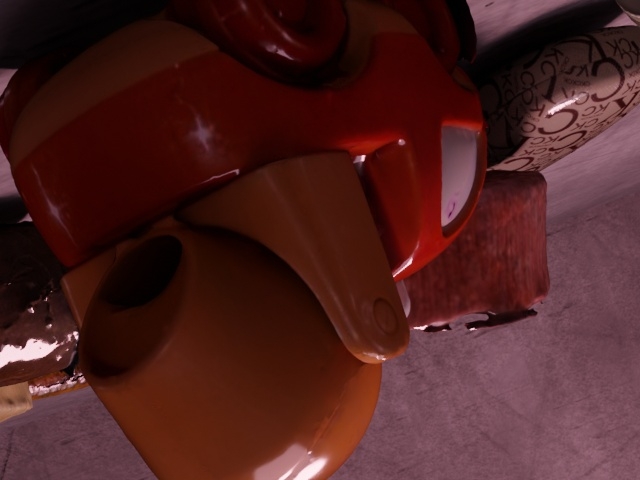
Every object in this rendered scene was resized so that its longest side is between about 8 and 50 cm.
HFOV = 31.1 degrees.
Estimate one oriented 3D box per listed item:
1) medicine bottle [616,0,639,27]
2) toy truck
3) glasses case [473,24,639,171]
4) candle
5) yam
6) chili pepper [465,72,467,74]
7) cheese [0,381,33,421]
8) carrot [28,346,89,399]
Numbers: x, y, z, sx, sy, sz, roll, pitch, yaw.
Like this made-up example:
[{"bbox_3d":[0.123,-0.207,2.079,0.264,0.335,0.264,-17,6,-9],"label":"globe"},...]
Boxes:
[{"bbox_3d":[0.234,-0.172,0.802,0.047,0.047,0.083,-24,172,23],"label":"medicine bottle"},{"bbox_3d":[-0.019,-0.008,0.555,0.189,0.239,0.264,-25,172,35],"label":"toy truck"},{"bbox_3d":[0.159,-0.094,1.010,0.137,0.085,0.354,-16,171,-25],"label":"glasses case"},{"bbox_3d":[0.000,0.000,0.881,0.316,0.132,0.287,-1,-170,32],"label":"candle"},{"bbox_3d":[-0.292,0.058,0.769,0.279,0.131,0.131,-10,168,-41],"label":"yam"},{"bbox_3d":[0.012,-0.087,0.867,0.208,0.043,0.049,-23,149,-19],"label":"chili pepper"},{"bbox_3d":[-0.432,0.154,1.071,0.265,0.124,0.242,-19,169,-3],"label":"cheese"},{"bbox_3d":[-0.377,0.191,1.726,0.260,0.070,0.070,-13,170,-34],"label":"carrot"}]
